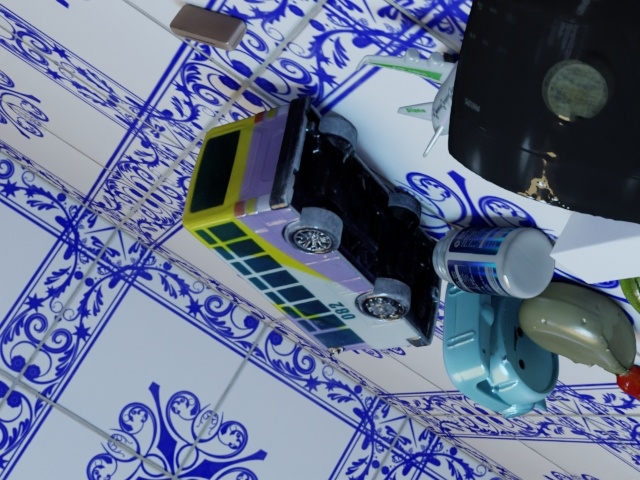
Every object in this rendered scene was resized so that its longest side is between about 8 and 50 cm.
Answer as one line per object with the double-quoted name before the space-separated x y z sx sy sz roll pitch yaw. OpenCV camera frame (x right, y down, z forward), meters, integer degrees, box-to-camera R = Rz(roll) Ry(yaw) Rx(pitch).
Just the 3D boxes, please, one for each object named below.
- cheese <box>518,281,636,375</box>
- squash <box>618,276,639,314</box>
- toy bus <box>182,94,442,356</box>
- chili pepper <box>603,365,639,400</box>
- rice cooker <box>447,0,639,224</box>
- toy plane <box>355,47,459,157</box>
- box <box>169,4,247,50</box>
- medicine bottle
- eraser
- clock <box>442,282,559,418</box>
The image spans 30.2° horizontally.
"cheese" 0.405 0.134 1.909 0.202 0.091 0.175 16 158 47
"squash" 0.545 0.128 1.643 0.341 0.094 0.094 33 164 -10
"toy bus" 0.000 0.000 1.875 0.249 0.209 0.440 -13 141 31
"chili pepper" 0.565 0.254 2.036 0.191 0.059 0.050 23 154 34
"rice cooker" 0.249 -0.146 1.035 0.267 0.224 0.267 14 -165 -4
"toy plane" 0.170 -0.177 1.386 0.251 0.101 0.255 31 160 0
"box" -0.159 -0.303 1.687 0.115 0.048 0.025 20 157 30
"medicine bottle" 0.261 0.031 1.823 0.107 0.107 0.191 39 162 -27
"eraser" 0.408 -0.007 1.499 0.076 0.078 0.298 34 164 -12
"clock" 0.318 0.181 2.007 0.094 0.223 0.274 -24 136 37
